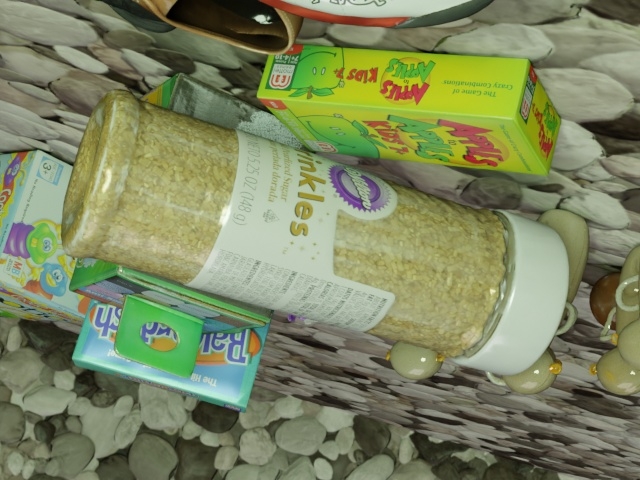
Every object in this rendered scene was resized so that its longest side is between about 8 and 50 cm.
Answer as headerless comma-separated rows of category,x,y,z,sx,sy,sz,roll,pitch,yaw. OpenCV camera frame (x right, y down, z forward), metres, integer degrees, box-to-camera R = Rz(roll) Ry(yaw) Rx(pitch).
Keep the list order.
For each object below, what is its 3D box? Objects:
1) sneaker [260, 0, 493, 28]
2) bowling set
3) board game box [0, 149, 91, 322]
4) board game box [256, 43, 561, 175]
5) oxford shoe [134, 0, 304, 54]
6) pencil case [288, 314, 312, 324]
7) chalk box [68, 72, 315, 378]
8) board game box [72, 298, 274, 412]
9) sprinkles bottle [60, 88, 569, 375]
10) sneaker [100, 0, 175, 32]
sneaker,-0.032,-0.174,0.543,0.270,0.090,0.145,19,168,-2
bowling set,0.222,0.074,1.075,0.200,0.154,0.287,28,161,-39
board game box,-0.344,-0.001,1.402,0.275,0.144,0.142,-1,157,47
board game box,0.059,-0.088,0.860,0.181,0.043,0.092,8,163,26
oxford shoe,-0.096,-0.158,0.661,0.212,0.076,0.076,20,138,-23
pencil case,0.066,0.059,1.314,0.206,0.088,0.086,9,166,19
chalk box,-0.108,0.000,1.020,0.132,0.213,0.132,22,164,-23
board game box,-0.114,0.032,1.153,0.160,0.210,0.047,15,166,-2
sprinkles bottle,0.000,0.000,0.921,0.355,0.121,0.121,16,166,-19
sneaker,-0.115,-0.164,0.754,0.170,0.051,0.089,18,166,-26
